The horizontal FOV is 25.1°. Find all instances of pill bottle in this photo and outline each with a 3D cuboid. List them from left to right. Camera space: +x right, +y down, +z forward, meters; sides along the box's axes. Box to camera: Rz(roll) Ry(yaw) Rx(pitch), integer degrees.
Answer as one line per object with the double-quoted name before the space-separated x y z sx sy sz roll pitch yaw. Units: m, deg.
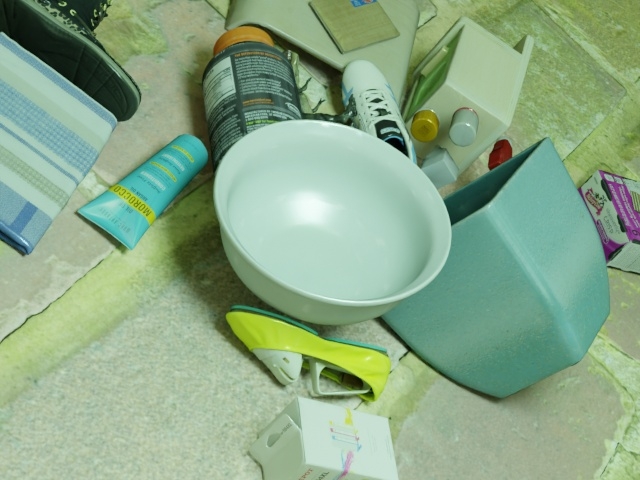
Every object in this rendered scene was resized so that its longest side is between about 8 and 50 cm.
"pill bottle" -0.090 -0.177 1.932 0.130 0.130 0.246 17 44 -29

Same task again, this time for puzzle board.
"puzzle board" 0.053 -0.337 2.191 0.128 0.011 0.096 -23 75 -41

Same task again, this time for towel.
"towel" -0.375 -0.124 1.712 0.209 0.034 0.285 36 39 -11

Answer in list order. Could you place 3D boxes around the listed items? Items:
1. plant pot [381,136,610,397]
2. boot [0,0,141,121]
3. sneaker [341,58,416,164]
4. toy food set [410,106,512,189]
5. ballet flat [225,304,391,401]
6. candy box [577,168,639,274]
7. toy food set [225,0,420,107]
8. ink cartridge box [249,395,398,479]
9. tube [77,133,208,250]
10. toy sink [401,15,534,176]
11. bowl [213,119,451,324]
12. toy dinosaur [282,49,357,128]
"plant pot" 0.245 0.058 1.915 0.252 0.248 0.247 54 36 -5
"boot" -0.303 -0.272 1.880 0.236 0.085 0.178 39 35 -2
"sneaker" 0.090 -0.167 2.085 0.085 0.086 0.237 -8 67 -18
"toy food set" 0.222 -0.116 2.111 0.232 0.111 0.104 55 27 -21
"ballet flat" -0.014 0.143 1.736 0.231 0.077 0.077 20 71 -28
"candy box" 0.549 -0.017 2.385 0.233 0.071 0.159 13 45 -33
"toy food set" 0.010 -0.333 2.231 0.306 0.092 0.220 27 51 -16
"ink cartridge box" 0.000 0.245 1.621 0.143 0.092 0.090 16 44 -28
"tube" -0.213 -0.063 1.786 0.080 0.052 0.207 33 42 7
"toy sink" 0.221 -0.241 2.230 0.131 0.153 0.234 33 47 -11
"bowl" 0.000 0.000 1.765 0.298 0.134 0.298 11 48 -12
"toy dinosaur" -0.008 -0.162 2.029 0.118 0.064 0.268 -9 51 7
